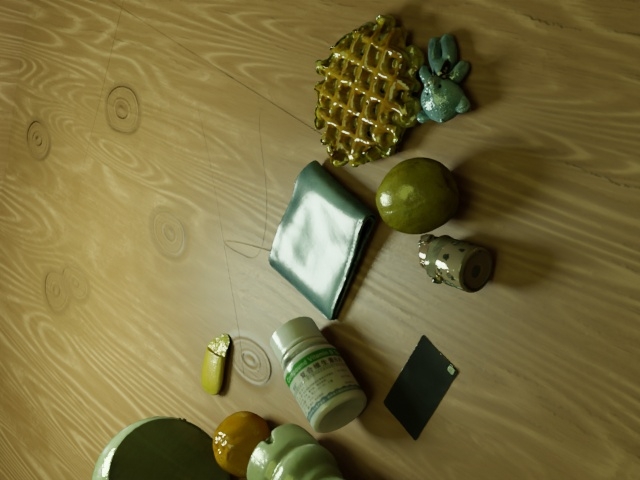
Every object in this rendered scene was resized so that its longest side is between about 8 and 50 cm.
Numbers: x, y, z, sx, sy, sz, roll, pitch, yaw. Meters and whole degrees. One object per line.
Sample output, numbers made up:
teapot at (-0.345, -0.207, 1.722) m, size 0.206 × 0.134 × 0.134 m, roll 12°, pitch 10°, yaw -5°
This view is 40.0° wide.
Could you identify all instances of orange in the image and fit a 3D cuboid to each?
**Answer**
orange at (-0.190, 0.492, 2.123) m, size 0.159 × 0.136 × 0.159 m, roll -6°, pitch 82°, yaw 48°

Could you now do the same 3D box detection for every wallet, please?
wallet at (-0.001, 0.000, 1.985) m, size 0.251 × 0.054 × 0.290 m, roll 42°, pitch 121°, yaw 41°

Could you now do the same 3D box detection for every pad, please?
pad at (0.201, 0.301, 1.795) m, size 0.116 × 0.004 × 0.193 m, roll 48°, pitch 124°, yaw 38°

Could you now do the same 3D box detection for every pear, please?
pear at (0.189, -0.086, 1.709) m, size 0.162 × 0.149 × 0.149 m, roll -21°, pitch 74°, yaw 35°

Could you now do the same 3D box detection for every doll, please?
doll at (0.232, -0.318, 1.716) m, size 0.120 × 0.075 × 0.180 m, roll -10°, pitch 83°, yaw 42°

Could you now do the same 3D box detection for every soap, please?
soap at (-0.278, 0.321, 2.298) m, size 0.089 × 0.033 × 0.168 m, roll 17°, pitch 101°, yaw 44°

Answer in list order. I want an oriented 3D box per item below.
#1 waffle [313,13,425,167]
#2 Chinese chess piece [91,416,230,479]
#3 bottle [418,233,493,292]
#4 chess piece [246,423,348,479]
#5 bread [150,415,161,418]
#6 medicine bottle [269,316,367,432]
waffle at (0.096, -0.310, 1.873) m, size 0.325 × 0.068 × 0.302 m, roll -26°, pitch 70°, yaw 46°
Chinese chess piece at (-0.397, 0.616, 2.191) m, size 0.146 × 0.349 × 0.349 m, roll -38°, pitch 62°, yaw 51°
bottle at (0.248, 0.040, 1.687) m, size 0.152 × 0.099 × 0.099 m, roll 20°, pitch 104°, yaw 51°
chess piece at (0.027, 0.561, 1.835) m, size 0.442 × 0.234 × 0.234 m, roll 25°, pitch 107°, yaw 48°
bread at (-0.407, 0.568, 2.422) m, size 0.214 × 0.053 × 0.073 m, roll 55°, pitch 131°, yaw 30°
medicine bottle at (-0.009, 0.290, 1.928) m, size 0.139 × 0.139 × 0.237 m, roll -56°, pitch 50°, yaw 31°
